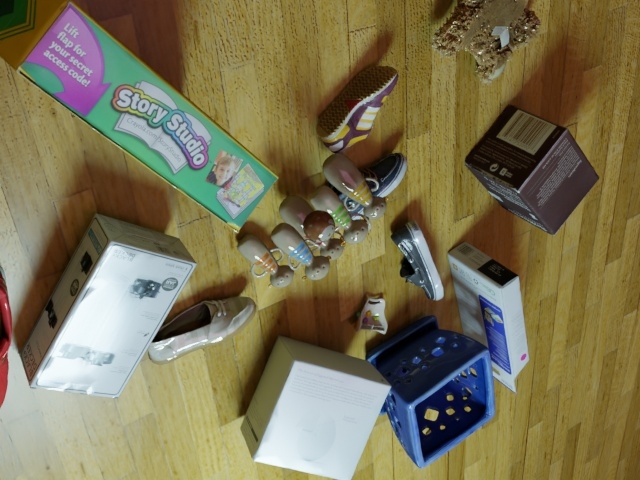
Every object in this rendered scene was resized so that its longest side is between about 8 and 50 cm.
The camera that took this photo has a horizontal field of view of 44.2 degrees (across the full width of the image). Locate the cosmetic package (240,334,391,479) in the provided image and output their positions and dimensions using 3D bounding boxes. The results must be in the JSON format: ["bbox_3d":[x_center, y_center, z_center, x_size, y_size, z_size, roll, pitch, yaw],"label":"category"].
[{"bbox_3d":[-0.013,0.342,1.614,0.224,0.138,0.225,20,100,-22],"label":"cosmetic package"}]

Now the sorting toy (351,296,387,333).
[{"bbox_3d":[0.110,0.160,1.718,0.083,0.045,0.075,10,102,-40],"label":"sorting toy"}]

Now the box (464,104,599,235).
[{"bbox_3d":[0.456,-0.151,1.696,0.167,0.168,0.203,-52,133,0],"label":"box"}]

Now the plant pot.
[{"bbox_3d":[0.239,0.327,1.795,0.236,0.212,0.236,-30,131,-19],"label":"plant pot"}]

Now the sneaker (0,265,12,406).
[{"bbox_3d":[-0.520,0.168,1.195,0.107,0.118,0.279,-8,121,-32],"label":"sneaker"}]

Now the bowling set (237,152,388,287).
[{"bbox_3d":[0.000,0.000,1.393,0.287,0.200,0.154,-42,112,7],"label":"bowling set"}]

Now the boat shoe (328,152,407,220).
[{"bbox_3d":[0.086,-0.114,1.514,0.183,0.065,0.083,-47,133,-3],"label":"boat shoe"}]

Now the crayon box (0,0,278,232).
[{"bbox_3d":[-0.266,-0.191,1.032,0.106,0.313,0.363,-51,134,0],"label":"crayon box"}]

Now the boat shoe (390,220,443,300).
[{"bbox_3d":[0.205,0.056,1.704,0.076,0.080,0.228,-25,134,0],"label":"boat shoe"}]

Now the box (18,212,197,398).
[{"bbox_3d":[-0.351,0.115,1.293,0.169,0.087,0.290,18,110,-42],"label":"box"}]

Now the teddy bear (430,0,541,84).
[{"bbox_3d":[0.304,-0.438,1.469,0.338,0.113,0.245,16,113,-49],"label":"teddy bear"}]

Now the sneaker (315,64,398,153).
[{"bbox_3d":[0.075,-0.237,1.437,0.185,0.069,0.084,-43,142,1],"label":"sneaker"}]

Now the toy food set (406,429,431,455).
[{"bbox_3d":[0.274,0.541,2.083,0.122,0.019,0.078,-21,127,-26],"label":"toy food set"}]

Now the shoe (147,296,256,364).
[{"bbox_3d":[-0.217,0.155,1.443,0.219,0.076,0.058,-27,134,-19],"label":"shoe"}]

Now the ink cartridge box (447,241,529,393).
[{"bbox_3d":[0.401,0.186,1.854,0.069,0.176,0.371,-31,131,-19],"label":"ink cartridge box"}]
